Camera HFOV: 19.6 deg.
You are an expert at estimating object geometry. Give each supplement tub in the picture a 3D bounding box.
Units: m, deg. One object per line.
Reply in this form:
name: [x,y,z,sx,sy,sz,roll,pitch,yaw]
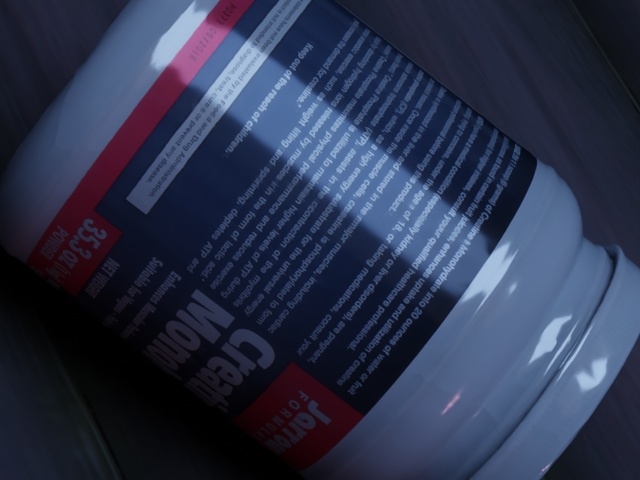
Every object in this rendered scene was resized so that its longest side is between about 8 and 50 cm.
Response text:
supplement tub: [0.000,0.000,0.884,0.272,0.191,0.191,38,44,-4]
